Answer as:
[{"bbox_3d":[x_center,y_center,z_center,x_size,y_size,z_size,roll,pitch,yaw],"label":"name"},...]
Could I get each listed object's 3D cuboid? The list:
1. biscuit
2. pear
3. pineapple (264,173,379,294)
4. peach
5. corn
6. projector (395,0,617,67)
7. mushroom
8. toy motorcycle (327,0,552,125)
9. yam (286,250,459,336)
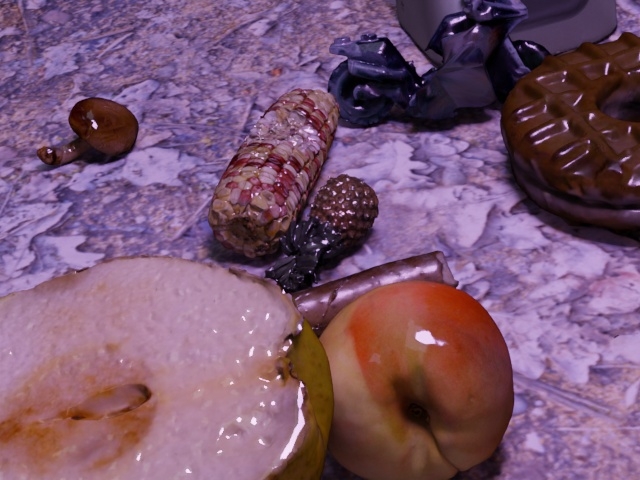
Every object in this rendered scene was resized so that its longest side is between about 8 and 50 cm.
[{"bbox_3d":[0.354,-0.121,1.717,0.332,0.103,0.332,-7,35,5],"label":"biscuit"},{"bbox_3d":[-0.170,0.194,1.302,0.386,0.191,0.340,-11,44,10],"label":"pear"},{"bbox_3d":[0.000,0.000,1.664,0.074,0.074,0.159,14,46,31],"label":"pineapple"},{"bbox_3d":[0.078,0.119,1.374,0.184,0.184,0.184,-7,34,5],"label":"peach"},{"bbox_3d":[-0.044,-0.087,1.774,0.098,0.098,0.290,3,35,18],"label":"corn"},{"bbox_3d":[0.222,-0.384,2.010,0.248,0.249,0.248,-16,33,-9],"label":"projector"},{"bbox_3d":[-0.278,-0.129,1.921,0.129,0.073,0.088,-26,67,-19],"label":"mushroom"},{"bbox_3d":[0.139,-0.220,1.873,0.270,0.159,0.106,-4,16,7],"label":"toy motorcycle"},{"bbox_3d":[0.020,0.061,1.576,0.241,0.056,0.057,-15,34,-10],"label":"yam"}]
